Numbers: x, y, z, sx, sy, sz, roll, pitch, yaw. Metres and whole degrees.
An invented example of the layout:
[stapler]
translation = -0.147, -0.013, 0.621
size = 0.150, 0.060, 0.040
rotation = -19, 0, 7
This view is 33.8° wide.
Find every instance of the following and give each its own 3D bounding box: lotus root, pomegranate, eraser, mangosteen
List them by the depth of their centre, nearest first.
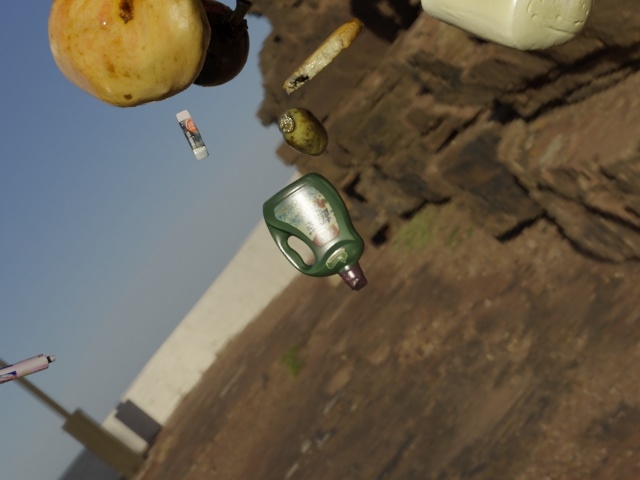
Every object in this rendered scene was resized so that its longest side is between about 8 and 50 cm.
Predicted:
[eraser]
translation = -0.233, -0.192, 1.911
size = 0.027, 0.099, 0.019
rotation = -25, -21, -7
[pomegranate]
translation = -0.381, -0.408, 2.134
size = 0.342, 0.342, 0.342
rotation = -50, 4, 4
[lotus root]
translation = -0.034, -0.232, 2.237
size = 0.080, 0.089, 0.179
rotation = -31, -22, 17
[mangosteen]
translation = -0.263, -0.515, 2.648
size = 0.261, 0.235, 0.235
rotation = -31, 14, 34

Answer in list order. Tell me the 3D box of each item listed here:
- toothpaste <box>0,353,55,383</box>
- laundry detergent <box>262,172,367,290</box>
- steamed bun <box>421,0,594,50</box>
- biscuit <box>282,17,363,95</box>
[toothpaste]
translation = -0.538, 0.230, 1.826
size = 0.170, 0.028, 0.045
rotation = -18, -30, -38
[laundry detergent]
translation = 0.000, 0.000, 1.867
size = 0.144, 0.222, 0.078
rotation = -32, -5, 11
[steamed bun]
translation = 0.281, -0.368, 1.503
size = 0.250, 0.200, 0.155
rotation = -22, -47, -44
[biscuit]
translation = -0.004, -0.305, 1.778
size = 0.228, 0.031, 0.176
rotation = -36, 12, 40
